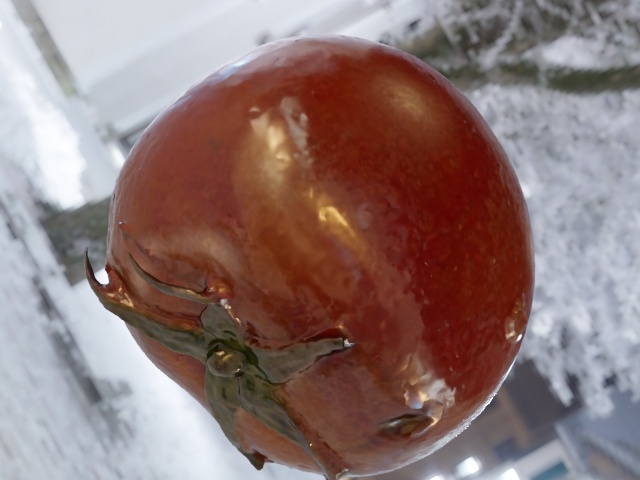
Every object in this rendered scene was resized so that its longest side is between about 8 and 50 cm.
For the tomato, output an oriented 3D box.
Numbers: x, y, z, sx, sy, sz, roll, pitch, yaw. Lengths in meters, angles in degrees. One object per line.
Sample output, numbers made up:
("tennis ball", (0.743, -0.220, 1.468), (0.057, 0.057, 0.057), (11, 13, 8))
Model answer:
("tomato", (0.000, 0.000, 0.613), (0.167, 0.167, 0.167), (61, -2, 4))
